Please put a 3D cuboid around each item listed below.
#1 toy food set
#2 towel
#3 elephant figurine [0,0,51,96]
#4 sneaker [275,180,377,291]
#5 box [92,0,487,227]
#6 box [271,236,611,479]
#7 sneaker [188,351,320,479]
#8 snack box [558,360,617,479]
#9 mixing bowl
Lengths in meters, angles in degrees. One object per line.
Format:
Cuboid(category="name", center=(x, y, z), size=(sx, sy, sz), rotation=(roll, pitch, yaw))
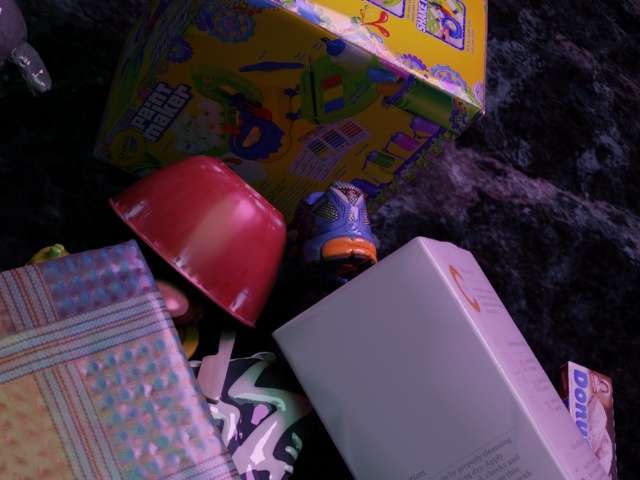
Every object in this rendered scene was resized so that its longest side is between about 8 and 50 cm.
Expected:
Cuboid(category="toy food set", center=(-0.169, 0.050, 1.133), size=(0.217, 0.071, 0.128), rotation=(20, 29, 2))
Cuboid(category="towel", center=(-0.189, 0.191, 0.970), size=(0.271, 0.040, 0.370), rotation=(-14, 71, -34))
Cuboid(category="elephant figurine", center=(-0.402, -0.192, 1.143), size=(0.239, 0.186, 0.169), rotation=(-27, 121, -32))
Cuboid(category="sneaker", center=(0.000, 0.000, 1.232), size=(0.083, 0.221, 0.087), rotation=(9, 77, -22))
Cuboid(category="box", center=(-0.031, -0.165, 1.268), size=(0.279, 0.290, 0.177), rotation=(24, 50, -21))
Cuboid(category="box", center=(0.137, 0.189, 1.175), size=(0.345, 0.168, 0.215), rotation=(60, 13, 13))
Cuboid(category="sneaker", center=(-0.037, 0.201, 1.152), size=(0.153, 0.094, 0.235), rotation=(-17, 62, -32))
Cuboid(category="snack box", center=(0.298, 0.225, 1.424), size=(0.064, 0.022, 0.178), rotation=(22, 51, -20))
Cuboid(category="mixing bowl", center=(-0.097, -0.013, 1.185), size=(0.181, 0.181, 0.098), rotation=(42, 90, -4))
